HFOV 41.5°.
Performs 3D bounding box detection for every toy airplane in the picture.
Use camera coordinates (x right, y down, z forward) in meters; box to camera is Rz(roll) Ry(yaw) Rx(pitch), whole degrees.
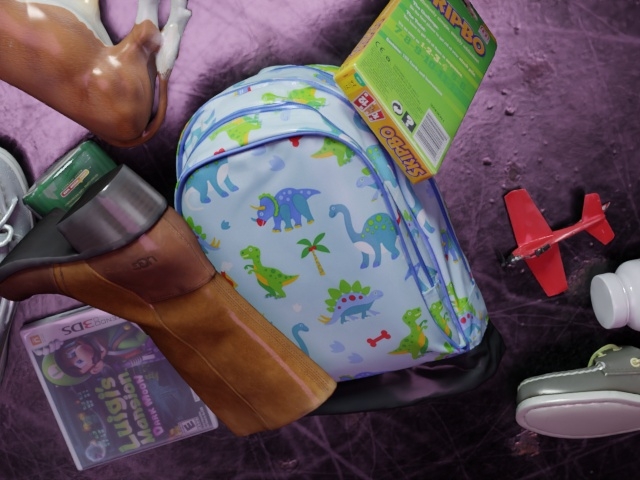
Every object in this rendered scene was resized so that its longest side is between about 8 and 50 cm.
[{"bbox_3d":[0.279,-0.003,0.989,0.151,0.028,0.151,-3,110,-8],"label":"toy airplane"}]

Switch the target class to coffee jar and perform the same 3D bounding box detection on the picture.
[{"bbox_3d":[-0.211,-0.011,0.881,0.184,0.079,0.096,47,71,-19],"label":"coffee jar"}]

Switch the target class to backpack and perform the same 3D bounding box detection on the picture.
[{"bbox_3d":[0.000,0.000,0.846,0.290,0.273,0.355,-10,97,21],"label":"backpack"}]

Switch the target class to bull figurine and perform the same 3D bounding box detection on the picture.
[{"bbox_3d":[-0.272,-0.213,0.796,0.310,0.101,0.188,29,100,-27],"label":"bull figurine"}]

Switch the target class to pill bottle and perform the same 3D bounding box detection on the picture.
[{"bbox_3d":[0.404,0.060,0.997,0.152,0.086,0.086,-10,109,-4],"label":"pill bottle"}]

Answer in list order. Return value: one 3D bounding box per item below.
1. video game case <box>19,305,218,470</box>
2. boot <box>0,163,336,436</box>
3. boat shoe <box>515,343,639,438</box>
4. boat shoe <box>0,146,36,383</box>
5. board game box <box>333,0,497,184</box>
[{"bbox_3d":[-0.227,0.159,0.969,0.173,0.022,0.190,-17,109,-2],"label":"video game case"},{"bbox_3d":[-0.156,0.079,0.801,0.264,0.096,0.280,-27,115,36],"label":"boot"},{"bbox_3d":[0.379,0.178,1.030,0.305,0.091,0.109,-2,145,-6],"label":"boat shoe"},{"bbox_3d":[-0.370,0.057,0.873,0.118,0.103,0.320,13,105,-12],"label":"boat shoe"},{"bbox_3d":[0.103,-0.177,0.819,0.039,0.259,0.124,-22,115,42],"label":"board game box"}]
